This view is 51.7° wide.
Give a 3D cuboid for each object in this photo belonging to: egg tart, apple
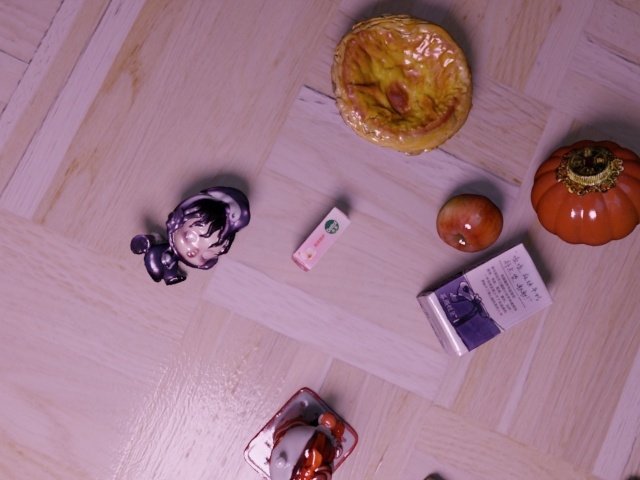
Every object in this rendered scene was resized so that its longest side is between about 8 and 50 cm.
[{"bbox_3d":[0.156,-0.305,1.311,0.294,0.116,0.295,1,83,-8],"label":"egg tart"},{"bbox_3d":[0.291,-0.037,1.291,0.126,0.126,0.102,29,66,-2],"label":"apple"}]

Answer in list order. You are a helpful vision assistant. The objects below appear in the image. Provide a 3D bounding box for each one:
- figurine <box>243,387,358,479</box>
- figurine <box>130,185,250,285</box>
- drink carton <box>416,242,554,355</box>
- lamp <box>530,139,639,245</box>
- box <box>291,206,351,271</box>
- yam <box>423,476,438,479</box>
[{"bbox_3d":[-0.027,0.382,1.159,0.160,0.226,0.183,43,81,1],"label":"figurine"},{"bbox_3d":[-0.229,-0.016,1.242,0.222,0.145,0.145,-29,87,3],"label":"figurine"},{"bbox_3d":[0.320,0.114,1.289,0.222,0.102,0.134,-28,85,-8],"label":"drink carton"},{"bbox_3d":[0.525,-0.093,1.285,0.223,0.196,0.223,-12,53,16],"label":"lamp"},{"bbox_3d":[0.000,0.000,1.273,0.043,0.089,0.125,41,80,0],"label":"box"},{"bbox_3d":[0.296,0.562,1.259,0.274,0.061,0.061,42,81,-1],"label":"yam"}]
